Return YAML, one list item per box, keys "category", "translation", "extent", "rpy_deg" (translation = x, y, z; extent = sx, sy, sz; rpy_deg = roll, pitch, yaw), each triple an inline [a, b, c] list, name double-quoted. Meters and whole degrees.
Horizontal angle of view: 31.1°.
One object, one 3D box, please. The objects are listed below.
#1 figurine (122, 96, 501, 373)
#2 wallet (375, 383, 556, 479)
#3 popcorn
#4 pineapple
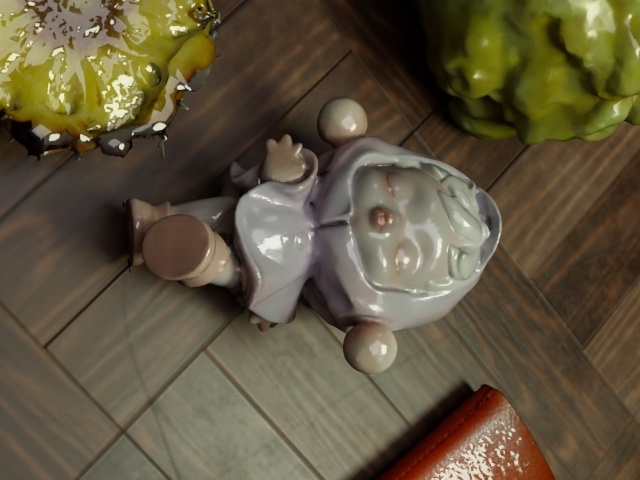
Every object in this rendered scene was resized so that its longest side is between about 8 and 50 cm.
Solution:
- category: "figurine"
  translation: [0.001, 0.000, 0.818]
  extent: [0.276, 0.133, 0.200]
  rpy_deg: [0, 75, -24]
- category: "wallet"
  translation: [0.097, 0.229, 0.903]
  extent: [0.204, 0.045, 0.142]
  rpy_deg: [-36, 102, -25]
- category: "popcorn"
  translation: [0.180, -0.204, 0.880]
  extent: [0.242, 0.235, 0.250]
  rpy_deg: [-15, 111, 14]
- category: "pineapple"
  translation: [-0.170, -0.154, 0.765]
  extent: [0.225, 0.076, 0.224]
  rpy_deg: [0, 91, -26]
